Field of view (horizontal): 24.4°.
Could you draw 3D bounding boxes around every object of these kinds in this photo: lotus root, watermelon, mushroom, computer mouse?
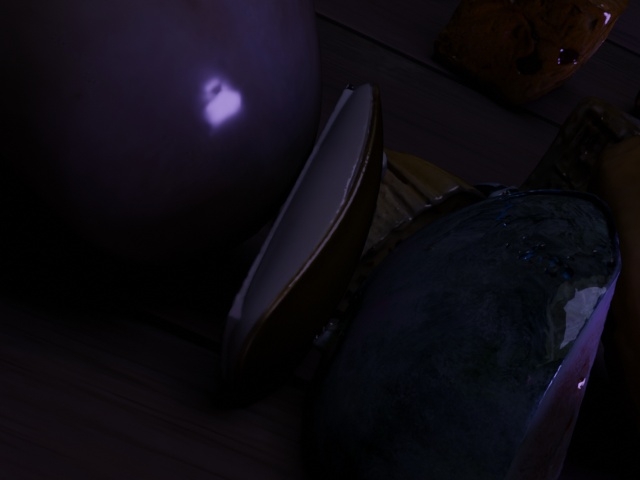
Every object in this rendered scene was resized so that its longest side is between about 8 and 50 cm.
[{"bbox_3d":[0.048,-0.005,1.151,0.159,0.095,0.135,-24,43,-4],"label":"lotus root"},{"bbox_3d":[0.087,0.049,0.983,0.175,0.188,0.322,10,18,0],"label":"watermelon"},{"bbox_3d":[-0.159,-0.150,1.014,0.295,0.362,0.362,-15,33,12],"label":"mushroom"},{"bbox_3d":[0.000,0.000,1.010,0.056,0.126,0.245,19,54,8],"label":"computer mouse"}]

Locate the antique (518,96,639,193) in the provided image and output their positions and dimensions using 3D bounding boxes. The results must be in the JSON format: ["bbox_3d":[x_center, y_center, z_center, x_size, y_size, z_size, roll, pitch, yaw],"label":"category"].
[{"bbox_3d":[0.319,-0.026,1.354,0.284,0.150,0.125,9,35,-43],"label":"antique"}]

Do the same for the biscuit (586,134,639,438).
[{"bbox_3d":[0.256,0.066,1.070,0.102,0.296,0.296,-14,32,12],"label":"biscuit"}]

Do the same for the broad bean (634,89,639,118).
[{"bbox_3d":[0.433,-0.139,1.644,0.165,0.084,0.114,33,48,-6],"label":"broad bean"}]

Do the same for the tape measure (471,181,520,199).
[{"bbox_3d":[0.140,-0.002,1.207,0.094,0.091,0.054,40,37,13],"label":"tape measure"}]

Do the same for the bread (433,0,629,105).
[{"bbox_3d":[0.224,-0.232,1.547,0.143,0.149,0.158,38,33,8],"label":"bread"}]
